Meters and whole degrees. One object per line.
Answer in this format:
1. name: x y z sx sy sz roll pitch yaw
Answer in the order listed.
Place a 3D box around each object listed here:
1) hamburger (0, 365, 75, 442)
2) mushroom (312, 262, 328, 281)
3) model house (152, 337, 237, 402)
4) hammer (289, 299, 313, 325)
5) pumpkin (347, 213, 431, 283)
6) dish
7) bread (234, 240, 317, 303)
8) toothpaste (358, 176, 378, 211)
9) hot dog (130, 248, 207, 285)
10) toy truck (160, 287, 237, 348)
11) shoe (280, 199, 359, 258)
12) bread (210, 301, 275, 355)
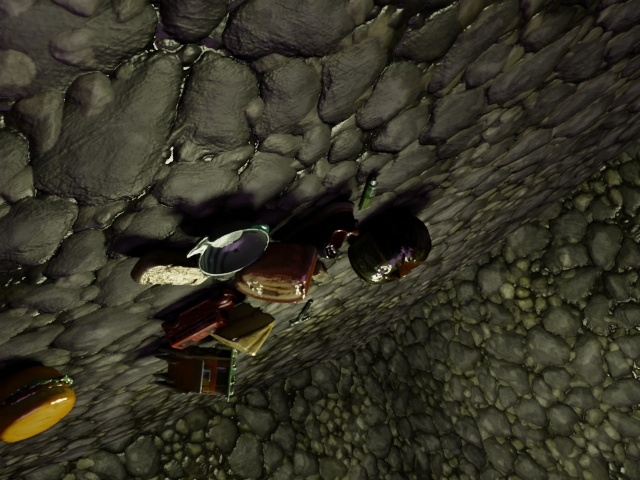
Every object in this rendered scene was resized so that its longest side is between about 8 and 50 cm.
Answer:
1. hamburger: -0.870 0.471 1.531 0.246 0.170 0.246 -37 163 -13
2. mushroom: -0.003 0.128 1.987 0.059 0.054 0.202 -24 165 6
3. model house: -0.483 0.465 2.020 0.313 0.242 0.358 8 -179 -6
4. hammer: -0.071 0.334 2.418 0.103 0.029 0.246 -16 155 -29
5. pumpkin: 0.261 0.036 1.881 0.321 0.192 0.320 -26 162 -9
6. dish: -0.245 0.002 1.318 0.224 0.078 0.246 -41 153 21
7. bread: -0.134 0.091 1.482 0.245 0.122 0.190 4 145 4
8. toothpaste: 0.148 -0.139 1.554 0.049 0.031 0.204 -23 162 -12
9. hot dog: -0.381 0.066 1.315 0.084 0.073 0.243 -39 158 22
10. toy truck: -0.391 0.260 1.708 0.253 0.114 0.107 -28 158 2
11. shoe: 0.000 0.000 1.546 0.291 0.137 0.114 -33 158 17
12. bread: -0.292 0.283 1.808 0.135 0.240 0.178 48 65 -37
